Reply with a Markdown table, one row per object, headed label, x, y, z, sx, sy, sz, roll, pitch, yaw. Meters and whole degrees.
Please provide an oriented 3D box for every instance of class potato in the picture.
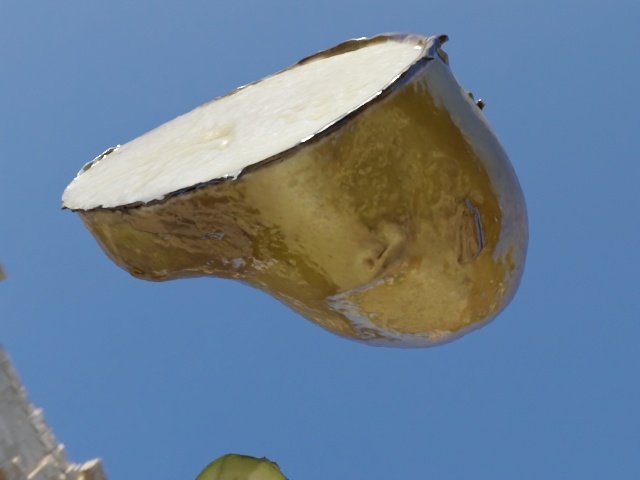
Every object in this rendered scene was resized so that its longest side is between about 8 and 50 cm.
| label | x | y | z | sx | sy | sz | roll | pitch | yaw |
| --- | --- | --- | --- | --- | --- | --- | --- | --- | --- |
| potato | 0.000 | 0.000 | 1.112 | 0.397 | 0.290 | 0.296 | -27 | -70 | -2 |

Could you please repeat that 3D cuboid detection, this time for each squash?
| label | x | y | z | sx | sy | sz | roll | pitch | yaw |
| --- | --- | --- | --- | --- | --- | --- | --- | --- | --- |
| squash | -0.042 | 0.252 | 1.047 | 0.075 | 0.200 | 0.090 | 0 | -110 | 22 |
